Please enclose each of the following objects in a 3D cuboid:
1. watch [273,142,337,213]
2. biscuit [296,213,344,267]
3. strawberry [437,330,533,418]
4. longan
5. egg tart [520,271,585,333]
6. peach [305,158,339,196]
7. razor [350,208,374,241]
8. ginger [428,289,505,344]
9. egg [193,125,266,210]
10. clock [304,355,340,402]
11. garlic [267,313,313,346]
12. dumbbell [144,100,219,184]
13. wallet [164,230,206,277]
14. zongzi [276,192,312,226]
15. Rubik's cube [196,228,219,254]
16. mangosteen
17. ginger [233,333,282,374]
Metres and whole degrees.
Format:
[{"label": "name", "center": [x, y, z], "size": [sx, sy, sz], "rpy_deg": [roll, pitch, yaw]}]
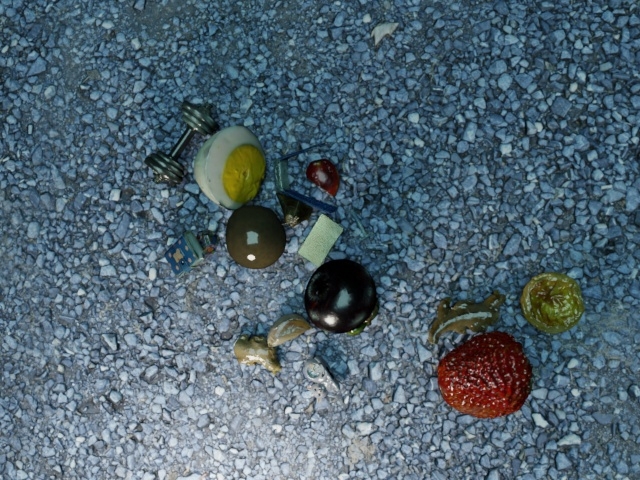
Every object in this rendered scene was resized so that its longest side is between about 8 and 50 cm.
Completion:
[{"label": "watch", "center": [-0.067, -0.232, 1.755], "size": [0.274, 0.068, 0.277], "rpy_deg": [-6, 96, 37]}, {"label": "biscuit", "center": [0.000, 0.000, 1.807], "size": [0.121, 0.040, 0.200], "rpy_deg": [34, 93, 4]}, {"label": "strawberry", "center": [0.602, 0.511, 1.593], "size": [0.350, 0.267, 0.313], "rpy_deg": [-11, 91, -12]}, {"label": "longan", "center": [-0.258, -0.012, 1.733], "size": [0.257, 0.258, 0.259], "rpy_deg": [0, 87, 6]}, {"label": "egg tart", "center": [0.889, 0.238, 1.666], "size": [0.240, 0.106, 0.241], "rpy_deg": [0, 89, 9]}, {"label": "peach", "center": [0.014, -0.262, 1.792], "size": [0.127, 0.092, 0.172], "rpy_deg": [-28, 82, 1]}, {"label": "razor", "center": [0.162, -0.069, 1.799], "size": [0.068, 0.040, 0.135], "rpy_deg": [-28, 78, 3]}, {"label": "ginger", "center": [0.577, 0.295, 1.714], "size": [0.332, 0.080, 0.166], "rpy_deg": [-18, 71, 12]}, {"label": "egg", "center": [-0.393, -0.295, 1.758], "size": [0.200, 0.337, 0.338], "rpy_deg": [10, 88, 36]}, {"label": "clock", "center": [-0.013, 0.561, 1.761], "size": [0.117, 0.080, 0.176], "rpy_deg": [-34, 86, 4]}, {"label": "garlic", "center": [-0.138, 0.358, 1.773], "size": [0.195, 0.087, 0.102], "rpy_deg": [-23, 80, -9]}, {"label": "dumbbell", "center": [-0.582, -0.410, 1.822], "size": [0.179, 0.179, 0.406], "rpy_deg": [36, 91, 7]}, {"label": "wallet", "center": [-0.569, 0.063, 1.805], "size": [0.202, 0.059, 0.141], "rpy_deg": [-35, 85, 39]}, {"label": "zongzi", "center": [-0.143, -0.131, 1.762], "size": [0.184, 0.187, 0.084], "rpy_deg": [33, 113, 8]}, {"label": "Rubik's cube", "center": [-0.483, 0.007, 1.832], "size": [0.093, 0.111, 0.111], "rpy_deg": [21, 89, -20]}, {"label": "mangosteen", "center": [0.091, 0.219, 1.681], "size": [0.299, 0.300, 0.301], "rpy_deg": [0, 87, 6]}, {"label": "ginger", "center": [-0.252, 0.468, 1.796], "size": [0.213, 0.074, 0.138], "rpy_deg": [15, 94, 11]}]
